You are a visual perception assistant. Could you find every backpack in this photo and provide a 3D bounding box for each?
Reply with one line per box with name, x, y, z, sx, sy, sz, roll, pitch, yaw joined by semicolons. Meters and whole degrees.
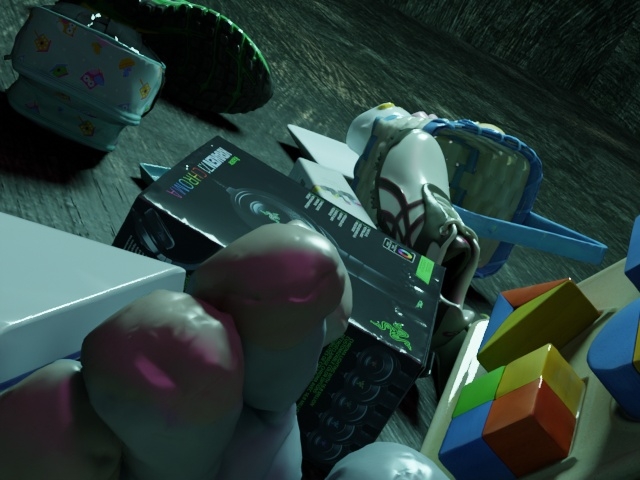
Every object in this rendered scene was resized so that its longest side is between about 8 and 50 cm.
backpack;-0.256;-0.179;1.215;0.165;0.144;0.188;27;-4;-14

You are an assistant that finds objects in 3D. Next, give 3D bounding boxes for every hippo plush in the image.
hippo plush;-0.054;0.154;0.622;0.237;0.294;0.234;55;22;3

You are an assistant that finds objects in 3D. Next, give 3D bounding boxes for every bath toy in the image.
bath toy;0.177;-0.127;1.684;0.348;0.151;0.129;0;70;-55

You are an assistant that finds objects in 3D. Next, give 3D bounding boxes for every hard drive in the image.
hard drive;-0.278;0.010;0.733;0.318;0.040;0.210;16;14;20

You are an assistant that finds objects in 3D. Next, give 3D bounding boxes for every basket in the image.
basket;0.192;-0.044;1.432;0.254;0.201;0.289;15;7;-34

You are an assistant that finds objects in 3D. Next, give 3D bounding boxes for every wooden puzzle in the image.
wooden puzzle;0.227;0.079;0.902;0.080;0.347;0.322;53;34;-13

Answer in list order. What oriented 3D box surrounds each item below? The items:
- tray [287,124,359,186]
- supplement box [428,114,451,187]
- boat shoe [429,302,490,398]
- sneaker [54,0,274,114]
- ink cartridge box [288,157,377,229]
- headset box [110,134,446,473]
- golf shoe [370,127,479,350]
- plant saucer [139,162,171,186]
tray;0.077;-0.094;1.677;0.270;0.030;0.145;16;24;-35
supplement box;0.249;-0.131;1.939;0.188;0.081;0.104;28;19;-4
boat shoe;0.161;0.123;1.175;0.068;0.081;0.228;21;18;-13
sneaker;-0.206;-0.301;1.626;0.343;0.134;0.146;34;19;11
ink cartridge box;0.000;0.000;1.215;0.061;0.104;0.181;19;22;-26
headset box;-0.031;0.053;0.999;0.283;0.131;0.246;31;20;1
golf shoe;0.121;-0.006;1.196;0.105;0.120;0.273;25;57;-36
plant saucer;-0.130;-0.024;1.220;0.067;0.018;0.192;8;28;-47
